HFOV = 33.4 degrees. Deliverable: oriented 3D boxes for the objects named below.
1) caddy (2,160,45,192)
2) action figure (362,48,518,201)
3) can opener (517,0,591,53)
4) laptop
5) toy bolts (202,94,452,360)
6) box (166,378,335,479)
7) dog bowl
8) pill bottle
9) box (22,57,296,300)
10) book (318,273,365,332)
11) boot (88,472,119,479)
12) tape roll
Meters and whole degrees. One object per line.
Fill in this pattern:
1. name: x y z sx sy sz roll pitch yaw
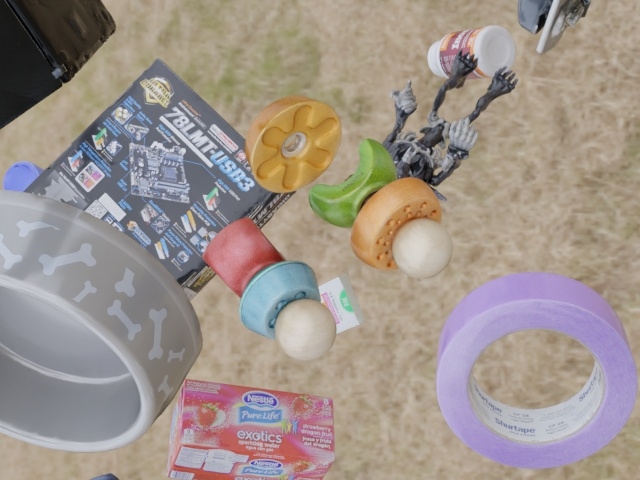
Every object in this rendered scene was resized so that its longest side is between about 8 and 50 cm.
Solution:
1. caddy: -0.544 0.006 2.079 0.241 0.179 0.341 -45 44 9
2. action figure: 0.173 -0.175 1.633 0.164 0.276 0.141 34 163 16
3. can opener: 0.288 -0.339 1.247 0.095 0.076 0.283 36 149 20
4. laptop: -0.324 -0.217 0.922 0.136 0.234 0.264 -25 23 17
5. toy bolts: 0.000 0.000 1.034 0.228 0.218 0.158 -45 50 2
6. box: -0.114 0.323 1.751 0.128 0.257 0.122 115 160 -49
7. dog bowl: -0.310 0.106 1.173 0.349 0.349 0.102 -50 14 46
8. pill bottle: 0.251 -0.314 1.806 0.152 0.086 0.086 5 93 58
9. box: -0.240 -0.072 1.583 0.295 0.073 0.293 43 86 16
10. book: 0.016 0.130 2.004 0.144 0.035 0.096 -29 82 45
11. boot: -0.345 0.391 1.440 0.190 0.069 0.086 -30 29 11
12. tape roll: 0.302 0.186 1.512 0.090 0.275 0.275 -74 3 -64
